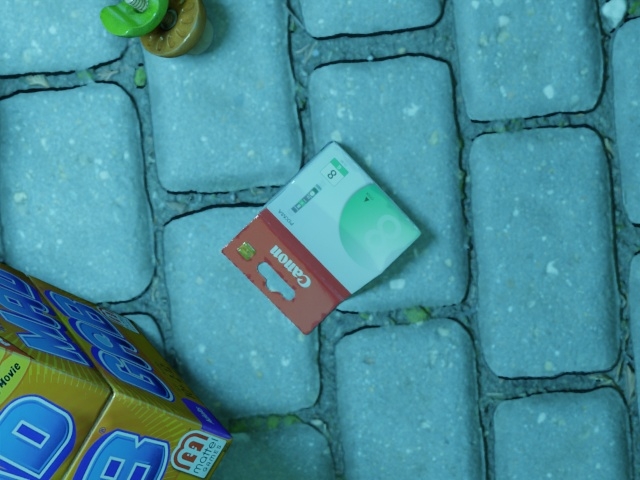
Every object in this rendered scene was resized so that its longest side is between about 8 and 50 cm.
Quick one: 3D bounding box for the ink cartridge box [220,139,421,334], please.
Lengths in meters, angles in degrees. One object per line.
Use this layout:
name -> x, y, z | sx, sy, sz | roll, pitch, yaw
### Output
ink cartridge box -> 0.000, 0.000, 1.652 | 0.225, 0.056, 0.181 | -44, 97, 0

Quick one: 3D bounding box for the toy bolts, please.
toy bolts -> -0.199, -0.377, 1.578 | 0.218, 0.158, 0.228 | 45, 104, 32

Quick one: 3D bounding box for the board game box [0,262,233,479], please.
board game box -> -0.398, 0.255, 1.436 | 0.356, 0.356, 0.356 | 29, 94, -36
